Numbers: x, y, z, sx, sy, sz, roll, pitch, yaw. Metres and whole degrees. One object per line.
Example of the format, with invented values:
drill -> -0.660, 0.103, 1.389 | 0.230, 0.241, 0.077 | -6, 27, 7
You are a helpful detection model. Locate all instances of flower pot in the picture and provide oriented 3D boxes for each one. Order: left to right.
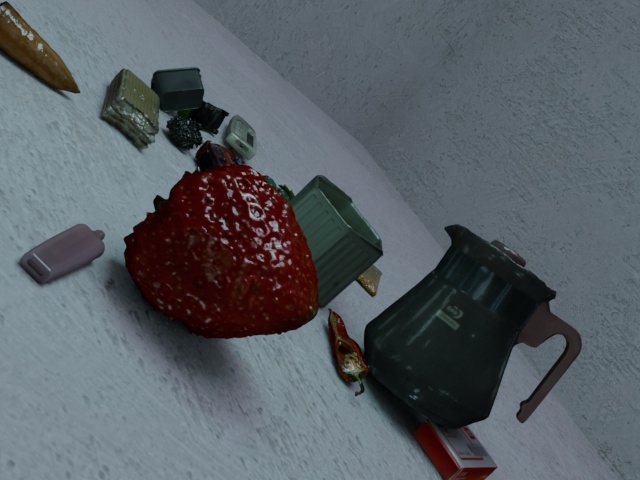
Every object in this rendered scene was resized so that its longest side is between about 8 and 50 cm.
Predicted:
flower pot -> 0.000, 0.000, 1.744 | 0.209, 0.189, 0.239 | 45, 14, -11

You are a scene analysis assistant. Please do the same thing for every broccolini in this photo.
broccolini -> -0.296, -0.254, 1.844 | 0.091, 0.068, 0.202 | 26, 14, -5

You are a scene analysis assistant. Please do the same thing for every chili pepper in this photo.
chili pepper -> 0.048, 0.217, 1.568 | 0.268, 0.059, 0.050 | -117, -162, -59

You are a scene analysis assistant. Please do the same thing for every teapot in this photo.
teapot -> 0.312, 0.187, 1.640 | 0.376, 0.361, 0.305 | 35, 5, 7

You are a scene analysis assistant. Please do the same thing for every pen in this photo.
pen -> -0.320, 0.011, 1.041 | 0.053, 0.032, 0.197 | 45, 15, -2

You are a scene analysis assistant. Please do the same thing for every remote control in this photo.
remote control -> -0.218, -0.281, 2.204 | 0.090, 0.049, 0.230 | 43, 13, -18

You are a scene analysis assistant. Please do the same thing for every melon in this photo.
melon -> 0.085, 0.067, 2.165 | 0.182, 0.054, 0.098 | 43, 28, -15

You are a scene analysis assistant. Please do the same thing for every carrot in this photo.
carrot -> -0.501, -0.326, 1.419 | 0.205, 0.072, 0.072 | 45, 11, -36

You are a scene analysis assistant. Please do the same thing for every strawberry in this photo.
strawberry -> -0.118, 0.030, 1.141 | 0.277, 0.257, 0.257 | 38, 11, 14

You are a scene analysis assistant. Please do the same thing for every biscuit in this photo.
biscuit -> -0.376, -0.270, 1.637 | 0.108, 0.062, 0.239 | 41, 15, -25

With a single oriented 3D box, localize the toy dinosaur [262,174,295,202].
toy dinosaur -> -0.139, -0.116, 1.890 | 0.259, 0.094, 0.153 | 40, 12, 5

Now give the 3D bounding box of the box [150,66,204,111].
box -> -0.332, -0.352, 1.906 | 0.122, 0.084, 0.069 | -11, 59, -22

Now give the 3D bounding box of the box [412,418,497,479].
box -> 0.274, 0.425, 1.642 | 0.123, 0.050, 0.229 | 53, 14, 30

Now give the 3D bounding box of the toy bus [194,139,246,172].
toy bus -> -0.200, -0.128, 1.758 | 0.096, 0.073, 0.235 | 24, 25, -43

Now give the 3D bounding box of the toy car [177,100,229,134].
toy car -> -0.293, -0.316, 2.034 | 0.062, 0.071, 0.165 | 36, 10, 16
